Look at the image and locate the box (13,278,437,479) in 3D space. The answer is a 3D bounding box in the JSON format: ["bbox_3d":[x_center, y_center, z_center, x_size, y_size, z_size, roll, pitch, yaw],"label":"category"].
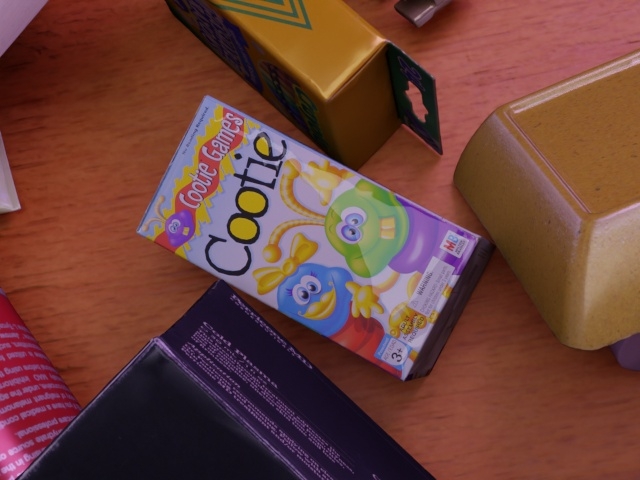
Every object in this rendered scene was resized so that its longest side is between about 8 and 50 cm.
[{"bbox_3d":[-0.027,0.220,0.895,0.343,0.312,0.179,44,96,-1],"label":"box"}]

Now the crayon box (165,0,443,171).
[{"bbox_3d":[-0.032,-0.188,1.168,0.323,0.203,0.083,42,84,16],"label":"crayon box"}]

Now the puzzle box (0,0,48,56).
[{"bbox_3d":[-0.378,-0.176,1.175,0.272,0.052,0.409,11,60,54],"label":"puzzle box"}]

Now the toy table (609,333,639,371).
[{"bbox_3d":[0.400,0.084,1.035,0.274,0.252,0.160,-31,56,6],"label":"toy table"}]

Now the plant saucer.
[{"bbox_3d":[0.298,-0.080,1.056,0.333,0.081,0.332,-23,31,0],"label":"plant saucer"}]

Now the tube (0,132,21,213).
[{"bbox_3d":[-0.428,-0.037,1.255,0.240,0.062,0.070,-17,112,-3],"label":"tube"}]

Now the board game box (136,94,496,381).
[{"bbox_3d":[0.000,0.000,1.132,0.275,0.144,0.142,28,93,14],"label":"board game box"}]

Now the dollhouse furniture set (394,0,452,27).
[{"bbox_3d":[0.063,-0.372,1.210,0.161,0.212,0.242,-39,46,-3],"label":"dollhouse furniture set"}]

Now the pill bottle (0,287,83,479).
[{"bbox_3d":[-0.309,0.202,1.080,0.229,0.229,0.407,-37,73,-4],"label":"pill bottle"}]
